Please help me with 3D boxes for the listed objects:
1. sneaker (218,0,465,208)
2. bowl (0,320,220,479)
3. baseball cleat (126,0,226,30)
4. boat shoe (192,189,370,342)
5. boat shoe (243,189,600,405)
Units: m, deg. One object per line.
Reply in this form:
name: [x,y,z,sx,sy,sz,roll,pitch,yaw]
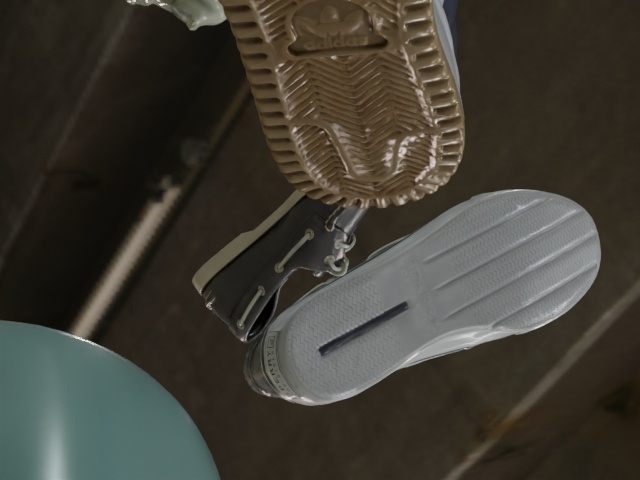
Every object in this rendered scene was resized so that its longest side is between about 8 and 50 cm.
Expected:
sneaker: [0.007,-0.147,0.463,0.282,0.099,0.153,82,7,-59]
bowl: [-0.173,0.211,0.654,0.163,0.311,0.312,-135,-129,-61]
baseball cleat: [-0.110,-0.185,0.615,0.109,0.206,0.072,-59,-165,-16]
boat shoe: [0.000,0.000,0.934,0.206,0.075,0.065,-37,-104,27]
boat shoe: [0.080,0.040,1.109,0.119,0.335,0.121,-12,-84,61]
